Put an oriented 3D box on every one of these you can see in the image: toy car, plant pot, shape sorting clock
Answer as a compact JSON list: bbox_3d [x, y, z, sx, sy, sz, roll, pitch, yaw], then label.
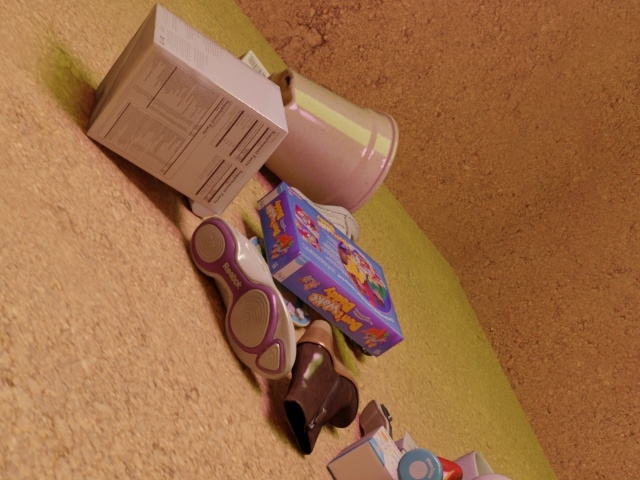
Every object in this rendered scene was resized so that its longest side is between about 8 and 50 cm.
[{"bbox_3d":[0.250,0.458,1.547,0.219,0.237,0.210,68,25,-58],"label":"toy car"},{"bbox_3d":[-0.029,-0.256,2.386,0.305,0.334,0.334,32,23,-30],"label":"plant pot"},{"bbox_3d":[-0.080,0.080,1.897,0.206,0.040,0.206,52,13,-17],"label":"shape sorting clock"}]

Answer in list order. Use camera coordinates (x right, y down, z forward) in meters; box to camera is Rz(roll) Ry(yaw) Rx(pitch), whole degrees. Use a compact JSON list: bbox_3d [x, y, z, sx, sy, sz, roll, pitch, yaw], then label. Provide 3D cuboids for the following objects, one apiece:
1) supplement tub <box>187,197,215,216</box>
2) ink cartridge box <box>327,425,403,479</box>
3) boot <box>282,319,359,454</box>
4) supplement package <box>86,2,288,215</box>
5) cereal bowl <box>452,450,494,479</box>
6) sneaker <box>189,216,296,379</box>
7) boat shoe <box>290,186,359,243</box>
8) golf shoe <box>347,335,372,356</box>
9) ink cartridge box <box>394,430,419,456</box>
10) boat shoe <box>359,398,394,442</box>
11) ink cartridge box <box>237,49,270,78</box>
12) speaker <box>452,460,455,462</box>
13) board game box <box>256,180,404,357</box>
[{"bbox_3d":[-0.219,-0.104,1.761,0.071,0.071,0.107,41,19,-51],"label":"supplement tub"},{"bbox_3d":[0.086,0.386,1.634,0.092,0.090,0.143,58,13,6],"label":"ink cartridge box"},{"bbox_3d":[-0.007,0.282,1.601,0.207,0.090,0.249,-69,151,-50],"label":"boot"},{"bbox_3d":[-0.221,-0.219,1.601,0.262,0.198,0.199,32,22,-24],"label":"supplement package"},{"bbox_3d":[0.305,0.584,1.814,0.339,0.141,0.339,59,13,-22],"label":"cereal bowl"},{"bbox_3d":[-0.104,0.095,1.589,0.152,0.114,0.305,33,26,-59],"label":"sneaker"},{"bbox_3d":[0.006,-0.005,2.227,0.367,0.135,0.157,29,30,-59],"label":"boat shoe"},{"bbox_3d":[0.067,0.178,2.179,0.198,0.077,0.094,60,-5,8],"label":"golf shoe"},{"bbox_3d":[0.164,0.453,1.834,0.104,0.060,0.180,55,13,-6],"label":"ink cartridge box"},{"bbox_3d":[0.121,0.375,1.819,0.065,0.075,0.206,37,12,-13],"label":"boat shoe"},{"bbox_3d":[-0.165,-0.325,2.552,0.296,0.066,0.261,52,38,-20],"label":"ink cartridge box"},{"bbox_3d":[0.339,0.571,2.219,0.136,0.055,0.055,49,14,-33],"label":"speaker"},{"bbox_3d":[0.021,0.062,1.983,0.347,0.078,0.233,41,22,-35],"label":"board game box"}]
